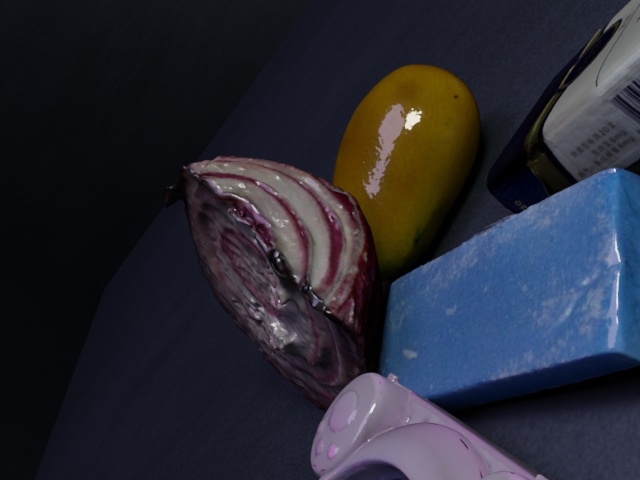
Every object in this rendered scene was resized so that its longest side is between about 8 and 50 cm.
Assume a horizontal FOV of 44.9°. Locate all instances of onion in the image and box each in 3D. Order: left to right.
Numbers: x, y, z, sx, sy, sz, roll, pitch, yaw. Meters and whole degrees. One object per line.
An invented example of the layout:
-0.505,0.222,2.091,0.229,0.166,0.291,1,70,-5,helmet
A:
-0.023,0.045,0.850,0.146,0.314,0.280,-37,-33,-23,onion

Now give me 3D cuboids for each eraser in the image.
0.143,0.062,0.646,0.312,0.043,0.144,-35,39,57,eraser

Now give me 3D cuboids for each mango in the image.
0.089,-0.082,0.907,0.254,0.139,0.175,-65,21,1,mango

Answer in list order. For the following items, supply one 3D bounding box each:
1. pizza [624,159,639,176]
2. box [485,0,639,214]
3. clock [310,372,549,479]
0.265,-0.045,0.576,0.160,0.036,0.099,-39,27,42,pizza
0.240,-0.128,0.581,0.168,0.071,0.259,-52,2,-28,box
0.039,0.276,0.534,0.322,0.113,0.295,-61,20,-3,clock
